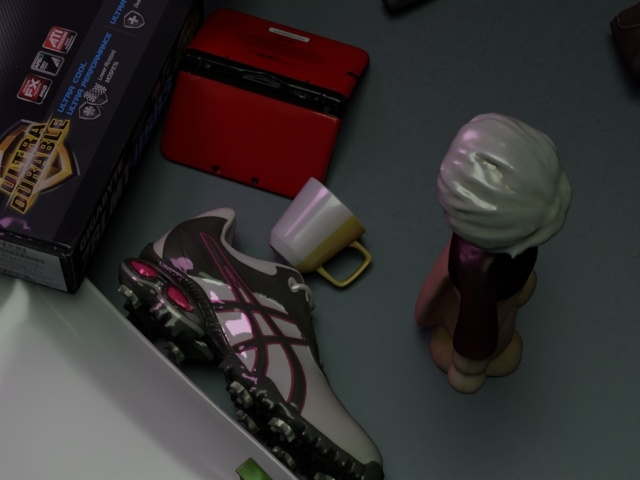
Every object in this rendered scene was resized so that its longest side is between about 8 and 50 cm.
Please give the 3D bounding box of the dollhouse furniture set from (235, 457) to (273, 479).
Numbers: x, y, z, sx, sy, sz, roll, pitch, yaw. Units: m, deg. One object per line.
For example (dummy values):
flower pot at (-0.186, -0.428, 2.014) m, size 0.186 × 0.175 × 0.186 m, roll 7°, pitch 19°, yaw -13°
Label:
dollhouse furniture set at (-0.090, 0.233, 1.464) m, size 0.151 × 0.058 × 0.076 m, roll -41°, pitch 75°, yaw -14°

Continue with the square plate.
square plate at (-0.239, 0.211, 1.535) m, size 0.347 × 0.049 × 0.344 m, roll 42°, pitch 76°, yaw 16°

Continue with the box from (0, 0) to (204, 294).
box at (-0.281, -0.128, 1.628) m, size 0.293 × 0.073 × 0.295 m, roll 18°, pitch 60°, yaw 8°

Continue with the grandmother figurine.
grandmother figurine at (0.120, 0.008, 1.438) m, size 0.104 × 0.342 × 0.208 m, roll 3°, pitch 69°, yaw 4°

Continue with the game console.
game console at (-0.046, -0.116, 1.667) m, size 0.144 × 0.085 × 0.124 m, roll 18°, pitch 40°, yaw 8°

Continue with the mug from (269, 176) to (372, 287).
mug at (-0.002, -0.003, 1.600) m, size 0.064 × 0.062 × 0.078 m, roll -45°, pitch 67°, yaw -5°

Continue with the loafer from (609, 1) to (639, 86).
loafer at (0.324, -0.224, 1.636) m, size 0.220 × 0.080 × 0.078 m, roll -41°, pitch 64°, yaw 5°

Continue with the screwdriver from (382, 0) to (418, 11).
screwdriver at (0.127, -0.237, 1.706) m, size 0.170 × 0.025 × 0.024 m, roll -25°, pitch 70°, yaw -16°

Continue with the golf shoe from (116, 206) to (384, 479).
golf shoe at (-0.035, 0.083, 1.547) m, size 0.120 × 0.105 × 0.273 m, roll -41°, pitch 73°, yaw -17°
